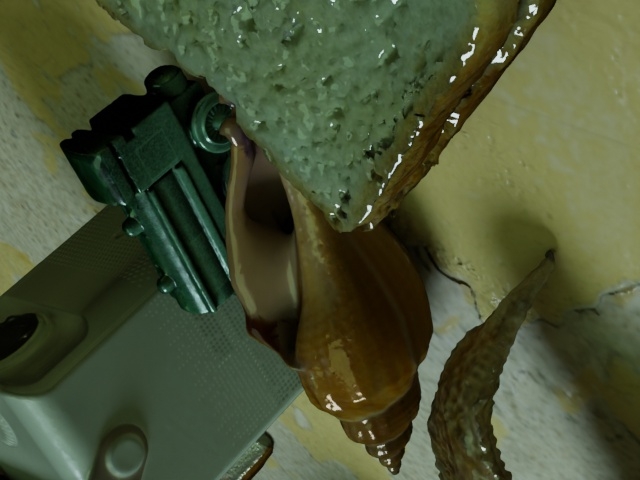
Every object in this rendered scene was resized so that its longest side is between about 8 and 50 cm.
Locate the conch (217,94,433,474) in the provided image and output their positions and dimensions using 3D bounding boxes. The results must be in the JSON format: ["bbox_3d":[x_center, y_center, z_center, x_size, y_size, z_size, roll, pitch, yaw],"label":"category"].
[{"bbox_3d":[0.003,-0.002,0.840,0.109,0.093,0.330,-2,108,43],"label":"conch"}]

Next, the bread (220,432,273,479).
[{"bbox_3d":[-0.080,0.201,1.227,0.043,0.109,0.062,45,-165,9],"label":"bread"}]

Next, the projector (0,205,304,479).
[{"bbox_3d":[-0.149,0.103,0.995,0.163,0.242,0.177,9,136,50],"label":"projector"}]

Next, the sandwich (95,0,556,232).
[{"bbox_3d":[-0.019,-0.162,0.645,0.273,0.095,0.249,42,147,8],"label":"sandwich"}]

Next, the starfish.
[{"bbox_3d":[0.203,0.197,0.803,0.384,0.132,0.398,-1,131,47],"label":"starfish"}]

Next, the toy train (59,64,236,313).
[{"bbox_3d":[-0.085,-0.026,0.884,0.071,0.111,0.170,16,140,48],"label":"toy train"}]
